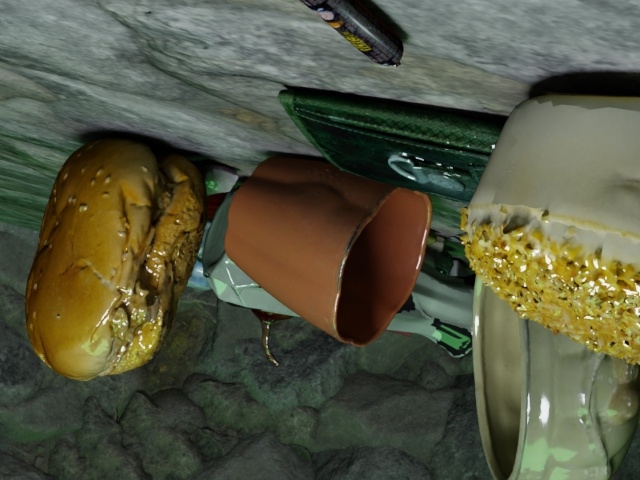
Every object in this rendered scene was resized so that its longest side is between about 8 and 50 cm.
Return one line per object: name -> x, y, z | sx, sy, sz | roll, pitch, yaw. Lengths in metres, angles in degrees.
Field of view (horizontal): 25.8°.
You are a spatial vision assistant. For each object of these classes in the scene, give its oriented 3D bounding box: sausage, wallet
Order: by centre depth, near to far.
sausage -> 0.010, -0.144, 0.865 | 0.028, 0.025, 0.198 | 7, 171, 27
wallet -> 0.092, -0.074, 1.187 | 0.236, 0.055, 0.160 | 11, 166, 25

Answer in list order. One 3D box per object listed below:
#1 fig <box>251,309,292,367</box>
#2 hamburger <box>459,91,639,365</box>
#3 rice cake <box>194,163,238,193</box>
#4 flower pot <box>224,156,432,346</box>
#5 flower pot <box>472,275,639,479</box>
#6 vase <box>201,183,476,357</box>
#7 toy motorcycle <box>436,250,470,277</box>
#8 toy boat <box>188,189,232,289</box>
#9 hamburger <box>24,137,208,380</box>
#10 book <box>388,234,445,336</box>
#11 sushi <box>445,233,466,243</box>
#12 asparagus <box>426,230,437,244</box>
fig -> -0.067, 0.058, 2.147 | 0.148, 0.202, 0.149 | 33, -160, -31
hamburger -> 0.240, 0.004, 0.971 | 0.294, 0.179, 0.276 | 7, 172, 43
rice cake -> -0.151, -0.072, 1.757 | 0.047, 0.036, 0.206 | 3, 177, -18
flower pot -> 0.000, 0.000, 1.492 | 0.173, 0.191, 0.190 | 22, 178, 28
flower pot -> 0.304, 0.123, 1.498 | 0.244, 0.307, 0.307 | -3, 175, -5
vase -> 0.035, 0.046, 1.774 | 0.360, 0.165, 0.165 | 19, 172, -21
toy motorcycle -> 0.113, 0.070, 2.071 | 0.223, 0.108, 0.341 | -1, 161, 18
toy boat -> -0.165, 0.002, 1.986 | 0.145, 0.133, 0.332 | 16, 173, -14
hamburger -> -0.247, 0.024, 1.654 | 0.170, 0.290, 0.314 | 13, 173, -22
book -> 0.069, 0.049, 1.916 | 0.162, 0.022, 0.232 | 13, 144, -1
sushi -> 0.282, 0.039, 1.750 | 0.219, 0.047, 0.231 | 14, 173, -9
asparagus -> 0.050, -0.033, 1.725 | 0.248, 0.025, 0.024 | 18, -146, -36
